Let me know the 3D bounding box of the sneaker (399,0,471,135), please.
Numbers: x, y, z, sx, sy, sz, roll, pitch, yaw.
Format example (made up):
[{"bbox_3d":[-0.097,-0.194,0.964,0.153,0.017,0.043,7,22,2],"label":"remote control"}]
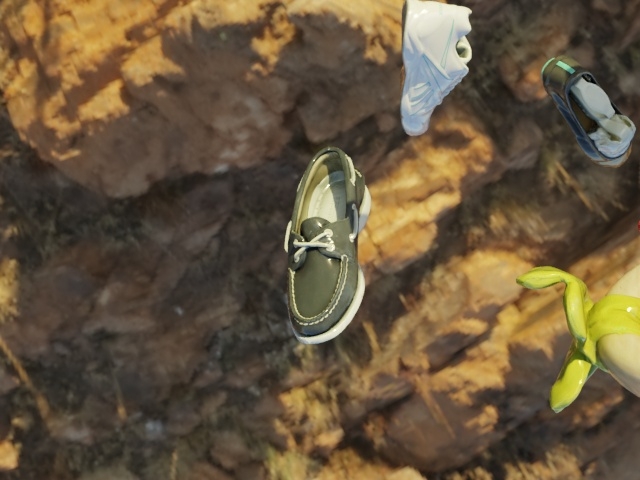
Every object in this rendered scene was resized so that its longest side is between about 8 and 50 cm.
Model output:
[{"bbox_3d":[0.097,-0.142,0.906,0.061,0.053,0.152,0,147,1],"label":"sneaker"}]

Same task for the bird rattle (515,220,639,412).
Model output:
[{"bbox_3d":[0.282,0.053,0.796,0.253,0.207,0.143,-25,121,-17],"label":"bird rattle"}]

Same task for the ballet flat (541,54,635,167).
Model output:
[{"bbox_3d":[0.480,-0.208,1.840,0.280,0.096,0.095,39,88,-34],"label":"ballet flat"}]

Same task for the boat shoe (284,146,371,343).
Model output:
[{"bbox_3d":[0.000,0.000,1.408,0.114,0.302,0.091,-13,132,17],"label":"boat shoe"}]
